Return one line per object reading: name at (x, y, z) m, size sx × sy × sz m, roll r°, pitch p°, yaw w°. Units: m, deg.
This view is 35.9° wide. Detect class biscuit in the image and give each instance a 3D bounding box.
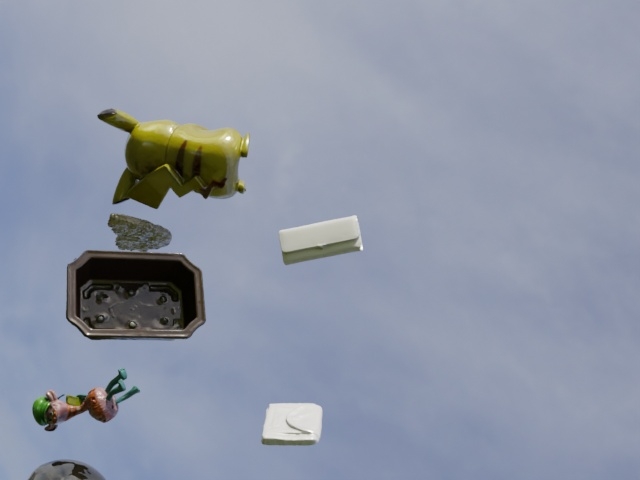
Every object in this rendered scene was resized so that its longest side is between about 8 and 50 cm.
biscuit at (-0.405, -0.012, 2.239) m, size 0.250 × 0.133 × 0.032 m, roll 111°, pitch -15°, yaw -73°

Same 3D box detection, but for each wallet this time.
wallet at (-0.059, 0.381, 2.067) m, size 0.183 × 0.124 × 0.031 m, roll -82°, pitch 170°, yaw -74°
wallet at (0.000, 0.000, 1.494) m, size 0.025 × 0.122 × 0.061 m, roll 70°, pitch 11°, yaw -62°

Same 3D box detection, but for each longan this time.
longan at (-0.466, 0.505, 1.811) m, size 0.220 × 0.197 × 0.196 m, roll -115°, pitch -163°, yaw -69°

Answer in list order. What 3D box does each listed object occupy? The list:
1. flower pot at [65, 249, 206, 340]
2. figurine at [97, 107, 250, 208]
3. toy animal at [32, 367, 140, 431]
flower pot at (-0.345, 0.116, 1.826) m, size 0.084 × 0.251 × 0.178 m, roll 120°, pitch -33°, yaw -55°
figurine at (-0.319, -0.171, 2.185) m, size 0.327 × 0.169 × 0.218 m, roll 11°, pitch -69°, yaw 12°
toy animal at (-0.465, 0.320, 1.971) m, size 0.208 × 0.103 × 0.100 m, roll -22°, pitch -80°, yaw 10°
